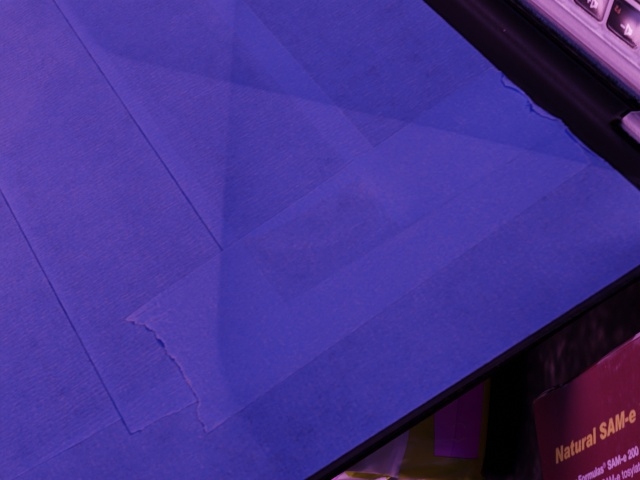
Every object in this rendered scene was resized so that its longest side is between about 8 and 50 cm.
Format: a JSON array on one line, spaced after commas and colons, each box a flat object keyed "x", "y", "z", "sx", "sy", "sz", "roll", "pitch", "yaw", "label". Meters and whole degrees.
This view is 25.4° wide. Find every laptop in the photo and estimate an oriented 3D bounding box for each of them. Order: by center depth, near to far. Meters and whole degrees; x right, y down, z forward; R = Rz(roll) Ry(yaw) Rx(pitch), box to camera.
[{"x": -0.027, "y": -0.154, "z": 0.487, "sx": 0.382, "sy": 0.236, "sz": 0.408, "roll": 52, "pitch": 137, "yaw": 44, "label": "laptop"}]

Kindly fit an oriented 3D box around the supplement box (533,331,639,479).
[{"x": 0.126, "y": 0.135, "z": 0.354, "sx": 0.130, "sy": 0.073, "sz": 0.239, "roll": 129, "pitch": 139, "yaw": -61, "label": "supplement box"}]

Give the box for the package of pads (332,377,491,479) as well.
[{"x": 0.000, "y": 0.000, "z": 0.736, "sx": 0.296, "sy": 0.101, "sz": 0.229, "roll": -174, "pitch": 89, "yaw": -73, "label": "package of pads"}]
